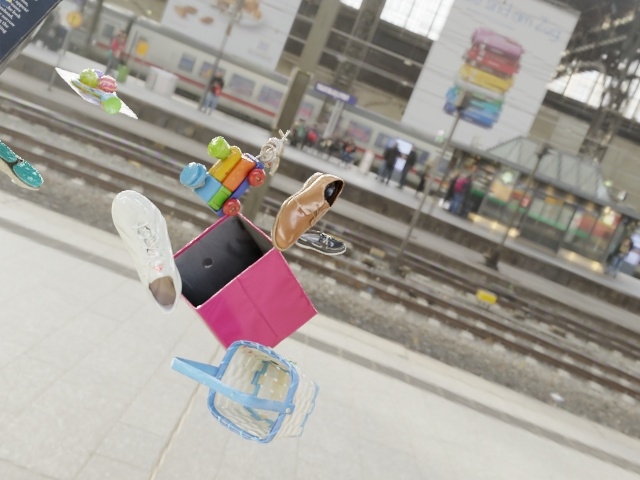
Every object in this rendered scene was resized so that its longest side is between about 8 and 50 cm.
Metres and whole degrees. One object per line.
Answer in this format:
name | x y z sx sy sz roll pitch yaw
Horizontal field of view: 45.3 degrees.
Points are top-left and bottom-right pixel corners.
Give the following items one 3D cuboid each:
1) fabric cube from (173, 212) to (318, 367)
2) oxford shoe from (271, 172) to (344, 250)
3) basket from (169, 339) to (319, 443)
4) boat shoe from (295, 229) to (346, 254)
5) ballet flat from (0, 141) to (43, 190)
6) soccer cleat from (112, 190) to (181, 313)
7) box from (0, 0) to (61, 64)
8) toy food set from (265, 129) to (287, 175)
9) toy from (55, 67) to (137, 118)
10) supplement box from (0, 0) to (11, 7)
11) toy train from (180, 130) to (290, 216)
fabric cube | -0.211 0.127 1.978 0.254 0.259 0.258 37 -18 49
oxford shoe | -0.026 -0.063 1.582 0.076 0.212 0.076 8 -37 46
basket | -0.164 0.329 1.706 0.255 0.201 0.289 19 -1 37
boat shoe | 0.000 0.000 1.825 0.125 0.038 0.046 15 51 12
ballet flat | -0.696 -0.163 1.745 0.168 0.052 0.057 43 41 9
soccer cleat | -0.246 0.018 1.116 0.068 0.196 0.076 -20 31 -4
box | -0.777 -0.409 1.610 0.212 0.395 0.293 42 -29 -22
toy food set | -0.135 -0.253 2.191 0.019 0.122 0.078 10 -25 27
toy | -0.528 -0.370 1.829 0.137 0.056 0.237 16 21 -42
supplement box | -0.451 -0.380 1.052 0.083 0.083 0.056 25 10 -27
toy train | -0.187 -0.183 1.681 0.105 0.248 0.143 41 2 40
